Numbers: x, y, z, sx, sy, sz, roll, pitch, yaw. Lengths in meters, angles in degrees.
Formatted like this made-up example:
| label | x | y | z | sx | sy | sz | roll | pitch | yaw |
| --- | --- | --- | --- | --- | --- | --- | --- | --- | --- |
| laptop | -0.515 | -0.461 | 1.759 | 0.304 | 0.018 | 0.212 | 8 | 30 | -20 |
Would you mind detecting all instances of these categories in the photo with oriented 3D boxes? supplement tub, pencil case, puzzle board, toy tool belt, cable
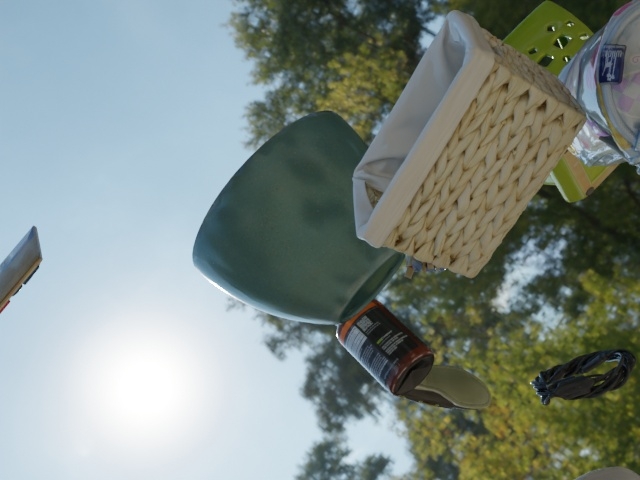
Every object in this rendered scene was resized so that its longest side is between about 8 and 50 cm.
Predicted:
| label | x | y | z | sx | sy | sz | roll | pitch | yaw |
| --- | --- | --- | --- | --- | --- | --- | --- | --- | --- |
| supplement tub | 0.101 | 0.174 | 1.405 | 0.106 | 0.198 | 0.106 | -30 | -36 | -25 |
| pencil case | 0.257 | -0.117 | 0.636 | 0.273 | 0.113 | 0.124 | -37 | -49 | -79 |
| puzzle board | -0.324 | 0.050 | 0.803 | 0.011 | 0.096 | 0.128 | 40 | -88 | -29 |
| toy tool belt | 0.168 | 0.033 | 1.201 | 0.052 | 0.083 | 0.051 | 54 | -144 | -64 |
| cable | 0.474 | 0.243 | 1.427 | 0.184 | 0.047 | 0.150 | -23 | 1 | 8 |

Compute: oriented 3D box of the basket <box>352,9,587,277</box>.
| label | x | y | z | sx | sy | sz | roll | pitch | yaw |
| --- | --- | --- | --- | --- | --- | --- | --- | --- | --- |
| basket | 0.107 | -0.070 | 0.609 | 0.167 | 0.103 | 0.113 | -59 | 15 | 27 |

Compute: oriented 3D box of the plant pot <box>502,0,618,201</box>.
| label | x | y | z | sx | sy | sz | roll | pitch | yaw |
| --- | --- | --- | --- | --- | --- | --- | --- | --- | --- |
| plant pot | 0.396 | -0.213 | 1.302 | 0.228 | 0.207 | 0.227 | -45 | -43 | 2 |

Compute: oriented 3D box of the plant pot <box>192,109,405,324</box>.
| label | x | y | z | sx | sy | sz | roll | pitch | yaw |
| --- | --- | --- | --- | --- | --- | --- | --- | --- | --- |
| plant pot | 0.000 | 0.000 | 1.077 | 0.290 | 0.195 | 0.290 | -43 | -16 | -16 |

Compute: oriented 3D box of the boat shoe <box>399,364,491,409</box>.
| label | x | y | z | sx | sy | sz | roll | pitch | yaw |
| --- | --- | --- | --- | --- | --- | --- | --- | --- | --- |
| boat shoe | 0.231 | 0.295 | 1.606 | 0.069 | 0.227 | 0.081 | 121 | 164 | -51 |

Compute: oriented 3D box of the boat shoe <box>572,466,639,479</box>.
| label | x | y | z | sx | sy | sz | roll | pitch | yaw |
| --- | --- | --- | --- | --- | --- | --- | --- | --- | --- |
| boat shoe | 0.217 | 0.319 | 0.779 | 0.267 | 0.096 | 0.088 | -37 | -3 | -25 |
